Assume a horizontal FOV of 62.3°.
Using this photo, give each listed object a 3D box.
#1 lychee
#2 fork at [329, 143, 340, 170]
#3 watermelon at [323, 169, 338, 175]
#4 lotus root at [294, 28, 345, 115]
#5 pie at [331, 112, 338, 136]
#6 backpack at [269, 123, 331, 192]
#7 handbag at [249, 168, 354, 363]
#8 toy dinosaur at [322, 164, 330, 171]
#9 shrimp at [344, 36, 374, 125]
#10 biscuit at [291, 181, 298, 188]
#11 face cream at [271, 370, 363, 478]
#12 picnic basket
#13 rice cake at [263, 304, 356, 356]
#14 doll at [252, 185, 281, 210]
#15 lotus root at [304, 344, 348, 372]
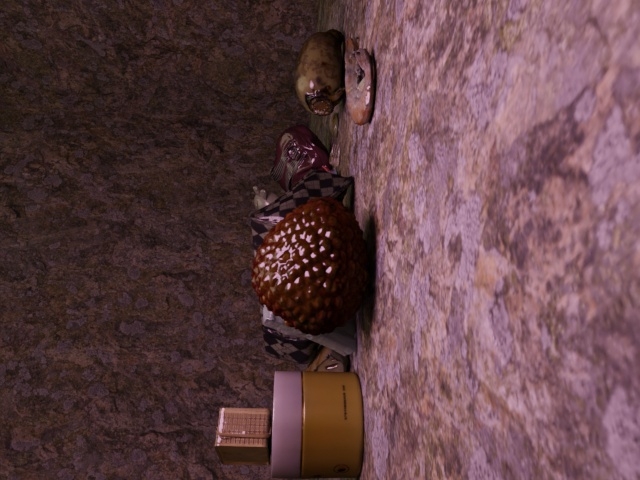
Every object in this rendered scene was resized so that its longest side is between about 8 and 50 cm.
[{"bbox_3d":[-0.013,0.050,1.002,0.236,0.236,0.271,-96,19,-63],"label":"lychee"},{"bbox_3d":[0.041,-0.205,1.704,0.028,0.034,0.219,-80,-4,-51],"label":"fork"},{"bbox_3d":[0.027,-0.174,1.644,0.092,0.072,0.084,-108,3,-66],"label":"watermelon"},{"bbox_3d":[0.004,-0.514,1.595,0.173,0.173,0.309,98,180,-60],"label":"lotus root"},{"bbox_3d":[0.048,-0.385,1.778,0.085,0.017,0.085,-178,90,-85],"label":"pie"},{"bbox_3d":[-0.070,-0.279,1.995,0.283,0.197,0.317,51,160,17],"label":"backpack"},{"bbox_3d":[-0.033,0.057,1.340,0.317,0.180,0.416,-50,-34,-50],"label":"handbag"},{"bbox_3d":[0.027,-0.146,1.852,0.139,0.070,0.286,-51,-29,-58],"label":"toy dinosaur"},{"bbox_3d":[0.081,-0.340,1.079,0.126,0.047,0.223,116,151,-64],"label":"shrimp"},{"bbox_3d":[-0.070,-0.118,1.886,0.208,0.049,0.181,-129,43,-69],"label":"biscuit"},{"bbox_3d":[-0.011,0.390,1.132,0.218,0.179,0.218,-178,90,-86],"label":"face cream"},{"bbox_3d":[-0.161,0.420,1.132,0.164,0.115,0.079,97,175,-53],"label":"picnic basket"},{"bbox_3d":[-0.021,0.157,1.146,0.043,0.237,0.127,-38,38,38],"label":"rice cake"},{"bbox_3d":[-0.168,-0.110,2.015,0.113,0.155,0.275,-57,-40,0],"label":"doll"},{"bbox_3d":[0.019,0.309,1.322,0.143,0.070,0.144,-49,6,28],"label":"lotus root"}]
